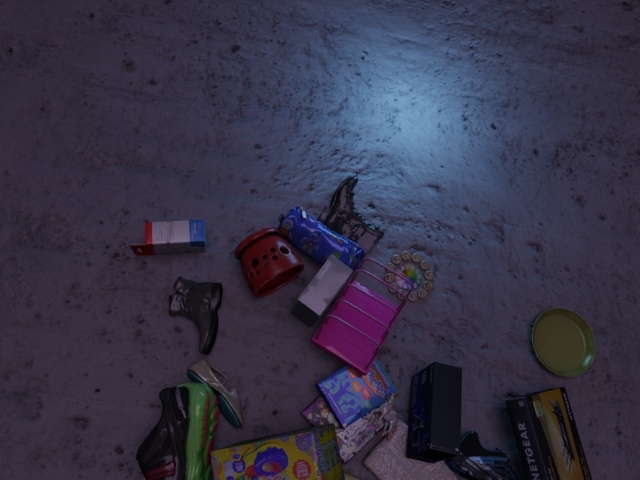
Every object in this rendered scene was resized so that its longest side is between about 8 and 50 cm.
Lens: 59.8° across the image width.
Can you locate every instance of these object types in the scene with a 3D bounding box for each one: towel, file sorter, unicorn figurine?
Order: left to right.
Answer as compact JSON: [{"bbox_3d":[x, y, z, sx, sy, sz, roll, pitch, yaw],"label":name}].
[{"bbox_3d":[0.142,0.227,1.757,0.202,0.182,0.291,31,50,7],"label":"file sorter"},{"bbox_3d":[0.205,0.541,1.725,0.111,0.162,0.060,-39,43,-21],"label":"unicorn figurine"},{"bbox_3d":[0.288,0.730,1.747,0.282,0.049,0.187,44,70,6],"label":"towel"}]

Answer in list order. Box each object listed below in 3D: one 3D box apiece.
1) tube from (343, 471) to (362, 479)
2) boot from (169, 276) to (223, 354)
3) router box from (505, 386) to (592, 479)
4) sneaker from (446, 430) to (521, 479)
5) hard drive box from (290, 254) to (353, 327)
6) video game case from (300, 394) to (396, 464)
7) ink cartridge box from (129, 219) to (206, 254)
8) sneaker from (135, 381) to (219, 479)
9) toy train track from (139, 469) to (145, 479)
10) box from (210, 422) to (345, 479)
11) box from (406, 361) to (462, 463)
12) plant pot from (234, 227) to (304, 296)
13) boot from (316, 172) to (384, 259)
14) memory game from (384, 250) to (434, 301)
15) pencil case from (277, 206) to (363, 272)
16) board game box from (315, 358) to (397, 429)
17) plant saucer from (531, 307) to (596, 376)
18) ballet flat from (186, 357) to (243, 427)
[{"bbox_3d":[0.054,0.736,1.694,0.240,0.062,0.070,27,88,3],"label":"tube"},{"bbox_3d":[-0.409,0.241,1.783,0.161,0.083,0.246,5,66,-1],"label":"boot"},{"bbox_3d":[0.731,0.642,1.778,0.243,0.081,0.309,1,70,-38],"label":"router box"},{"bbox_3d":[0.574,0.741,1.750,0.341,0.125,0.140,36,69,2],"label":"sneaker"},{"bbox_3d":[0.001,0.167,1.781,0.089,0.232,0.181,37,70,3],"label":"hard drive box"},{"bbox_3d":[0.091,0.551,1.775,0.232,0.042,0.210,-38,81,-18],"label":"video game case"},{"bbox_3d":[-0.492,-0.008,1.808,0.231,0.134,0.078,-3,74,-11],"label":"ink cartridge box"},{"bbox_3d":[-0.428,0.655,1.608,0.202,0.185,0.483,4,73,16],"label":"sneaker"},{"bbox_3d":[-0.495,0.693,1.651,0.083,0.014,0.048,21,63,-8],"label":"toy train track"},{"bbox_3d":[-0.108,0.634,1.547,0.290,0.279,0.177,-14,74,9],"label":"box"},{"bbox_3d":[0.351,0.533,1.718,0.103,0.184,0.261,16,58,-10],"label":"box"},{"bbox_3d":[-0.174,0.063,1.809,0.191,0.191,0.174,-29,77,-17],"label":"plant pot"},{"bbox_3d":[0.129,-0.081,1.964,0.229,0.091,0.263,33,80,1],"label":"boot"},{"bbox_3d":[0.313,0.126,1.961,0.186,0.012,0.186,3,73,-8],"label":"memory game"},{"bbox_3d":[0.000,0.000,1.870,0.306,0.133,0.119,34,35,10],"label":"pencil case"},{"bbox_3d":[0.114,0.468,1.757,0.210,0.047,0.160,-29,77,-19],"label":"board game box"},{"bbox_3d":[0.850,0.359,1.962,0.241,0.037,0.241,3,72,-9],"label":"plant saucer"},{"bbox_3d":[-0.307,0.465,1.723,0.086,0.086,0.248,-42,82,-18],"label":"ballet flat"}]
